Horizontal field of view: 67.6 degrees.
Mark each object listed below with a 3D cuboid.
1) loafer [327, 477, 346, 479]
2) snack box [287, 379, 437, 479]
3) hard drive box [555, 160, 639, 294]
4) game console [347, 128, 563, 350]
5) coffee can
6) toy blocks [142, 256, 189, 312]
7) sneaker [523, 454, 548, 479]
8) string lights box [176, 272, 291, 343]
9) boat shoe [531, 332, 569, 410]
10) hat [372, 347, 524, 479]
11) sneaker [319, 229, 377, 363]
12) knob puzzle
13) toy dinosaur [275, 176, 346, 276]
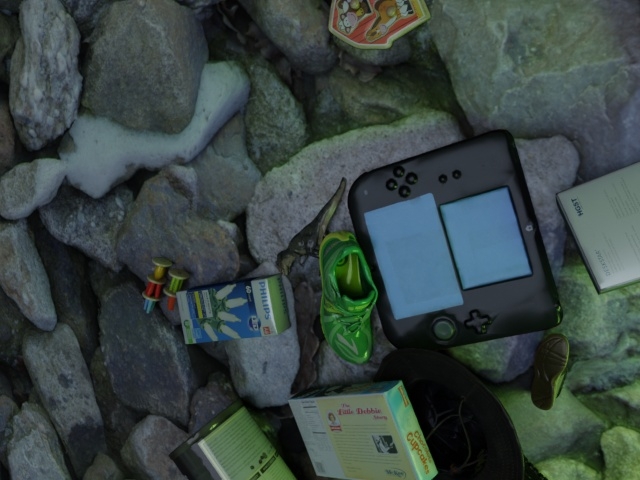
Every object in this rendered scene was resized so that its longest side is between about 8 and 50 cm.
[{"bbox_3d":[0.010,0.645,1.104,0.101,0.092,0.269,25,105,18],"label":"loafer"},{"bbox_3d":[0.072,0.400,0.998,0.321,0.060,0.187,-25,86,48],"label":"snack box"},{"bbox_3d":[0.537,-0.034,0.778,0.232,0.089,0.181,-23,71,23],"label":"hard drive box"},{"bbox_3d":[0.251,0.016,0.944,0.341,0.060,0.387,-16,91,24],"label":"game console"},{"bbox_3d":[-0.190,0.545,1.115,0.201,0.201,0.275,-43,80,21],"label":"coffee can"},{"bbox_3d":[-0.403,0.133,1.226,0.123,0.054,0.148,29,107,29],"label":"toy blocks"},{"bbox_3d":[0.411,0.535,0.929,0.283,0.107,0.124,48,119,19],"label":"sneaker"},{"bbox_3d":[-0.210,0.165,1.144,0.259,0.076,0.134,-11,91,23],"label":"string lights box"},{"bbox_3d":[0.434,0.243,0.901,0.056,0.049,0.153,21,109,38],"label":"boat shoe"},{"bbox_3d":[0.259,0.341,0.924,0.331,0.133,0.332,18,115,45],"label":"hat"},{"bbox_3d":[0.055,0.131,0.978,0.109,0.123,0.296,-14,107,-11],"label":"sneaker"},{"bbox_3d":[0.098,-0.477,0.962,0.212,0.030,0.214,3,98,22],"label":"knob puzzle"},{"bbox_3d":[0.000,0.000,1.048,0.118,0.064,0.268,46,108,18],"label":"toy dinosaur"}]
